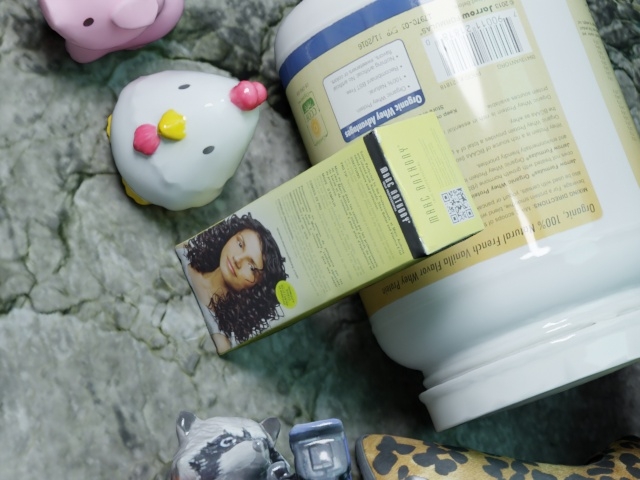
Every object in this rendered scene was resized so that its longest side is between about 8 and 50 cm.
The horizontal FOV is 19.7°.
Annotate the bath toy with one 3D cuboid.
[{"bbox_3d":[-0.144,-0.187,1.242,0.151,0.129,0.348,-26,89,-43],"label":"bath toy"}]

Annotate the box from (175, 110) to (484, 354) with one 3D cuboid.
[{"bbox_3d":[0.000,0.000,1.204,0.058,0.232,0.087,-19,83,-42],"label":"box"}]

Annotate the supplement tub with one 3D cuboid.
[{"bbox_3d":[0.118,-0.042,1.320,0.228,0.228,0.316,-13,80,-41],"label":"supplement tub"}]

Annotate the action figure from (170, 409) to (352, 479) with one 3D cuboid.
[{"bbox_3d":[-0.056,0.233,1.063,0.179,0.341,0.330,-2,53,1],"label":"action figure"}]

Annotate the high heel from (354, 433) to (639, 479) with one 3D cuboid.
[{"bbox_3d":[0.143,0.162,1.363,0.186,0.093,0.261,42,36,8],"label":"high heel"}]
